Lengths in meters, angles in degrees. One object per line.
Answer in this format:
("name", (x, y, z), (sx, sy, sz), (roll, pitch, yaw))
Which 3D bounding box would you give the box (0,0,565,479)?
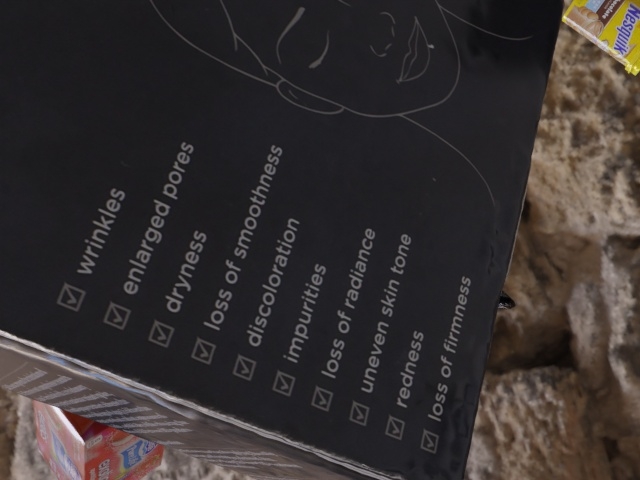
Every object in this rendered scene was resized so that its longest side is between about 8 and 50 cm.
("box", (-0.099, -0.082, 0.676), (0.472, 0.297, 0.480), (27, -114, -21))

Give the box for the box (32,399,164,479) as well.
("box", (-0.278, 0.229, 1.006), (0.128, 0.257, 0.122), (-30, -114, -33))

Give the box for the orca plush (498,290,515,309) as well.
("orca plush", (0.125, 0.156, 0.999), (0.151, 0.287, 0.102), (55, -178, 18))

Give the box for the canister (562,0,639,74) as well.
("canister", (0.535, -0.395, 1.412), (0.170, 0.126, 0.073), (40, -133, 11))
